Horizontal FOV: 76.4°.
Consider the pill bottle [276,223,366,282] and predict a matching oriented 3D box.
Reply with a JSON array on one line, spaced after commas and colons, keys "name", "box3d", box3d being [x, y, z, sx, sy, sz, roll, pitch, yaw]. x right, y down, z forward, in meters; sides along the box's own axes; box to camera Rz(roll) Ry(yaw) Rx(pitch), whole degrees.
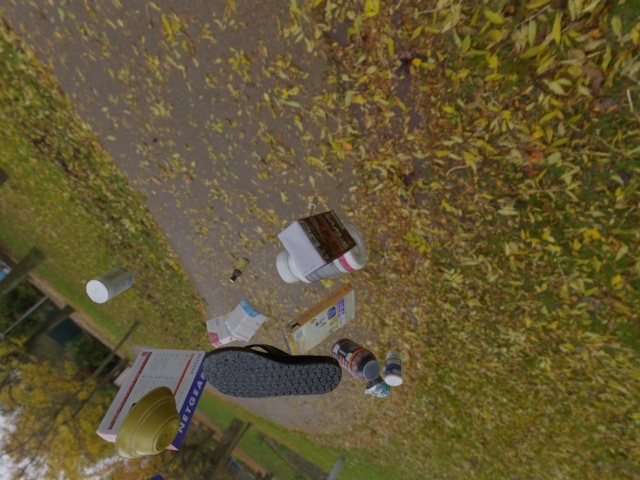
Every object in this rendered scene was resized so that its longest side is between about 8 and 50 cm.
[{"name": "pill bottle", "box3d": [-0.002, 0.062, 1.552, 0.319, 0.176, 0.176, -19, 121, 25]}]

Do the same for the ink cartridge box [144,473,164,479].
[{"name": "ink cartridge box", "box3d": [-0.613, 0.959, 1.451, 0.046, 0.097, 0.206, 9, 99, 49]}]

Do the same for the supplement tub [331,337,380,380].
[{"name": "supplement tub", "box3d": [0.123, 0.413, 1.403, 0.106, 0.106, 0.198, 51, 162, -20]}]

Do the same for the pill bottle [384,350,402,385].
[{"name": "pill bottle", "box3d": [0.279, 0.484, 1.552, 0.067, 0.120, 0.067, 5, 131, 6]}]

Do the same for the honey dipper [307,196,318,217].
[{"name": "honey dipper", "box3d": [-0.037, -0.089, 1.385, 0.031, 0.160, 0.030, 8, 135, 8]}]

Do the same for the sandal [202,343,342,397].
[{"name": "sandal", "box3d": [-0.150, 0.401, 1.269, 0.446, 0.167, 0.107, 15, -163, -25]}]

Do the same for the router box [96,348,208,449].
[{"name": "router box", "box3d": [-0.592, 0.566, 1.488, 0.302, 0.335, 0.082, -3, 134, 19]}]

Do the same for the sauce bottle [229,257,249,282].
[{"name": "sauce bottle", "box3d": [-0.382, 0.139, 1.910, 0.042, 0.128, 0.042, 25, 150, 15]}]

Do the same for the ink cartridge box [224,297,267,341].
[{"name": "ink cartridge box", "box3d": [-0.303, 0.321, 1.611, 0.092, 0.143, 0.090, 42, 177, -42]}]

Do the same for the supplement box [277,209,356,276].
[{"name": "supplement box", "box3d": [0.000, 0.000, 1.090, 0.073, 0.239, 0.130, -36, 85, 25]}]

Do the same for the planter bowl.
[{"name": "planter bowl", "box3d": [-0.481, 0.552, 1.194, 0.091, 0.217, 0.217, 19, 145, 21]}]

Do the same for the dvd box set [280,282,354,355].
[{"name": "dvd box set", "box3d": [0.000, 0.428, 2.122, 0.062, 0.421, 0.307, 45, 158, 33]}]

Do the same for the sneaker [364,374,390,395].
[{"name": "sneaker", "box3d": [0.306, 0.742, 2.089, 0.122, 0.110, 0.283, 19, 156, 10]}]

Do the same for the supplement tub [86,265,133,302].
[{"name": "supplement tub", "box3d": [-0.583, 0.121, 1.133, 0.071, 0.107, 0.070, 4, 108, 14]}]

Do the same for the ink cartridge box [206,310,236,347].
[{"name": "ink cartridge box", "box3d": [-0.401, 0.389, 1.839, 0.067, 0.198, 0.115, 75, 174, -59]}]
